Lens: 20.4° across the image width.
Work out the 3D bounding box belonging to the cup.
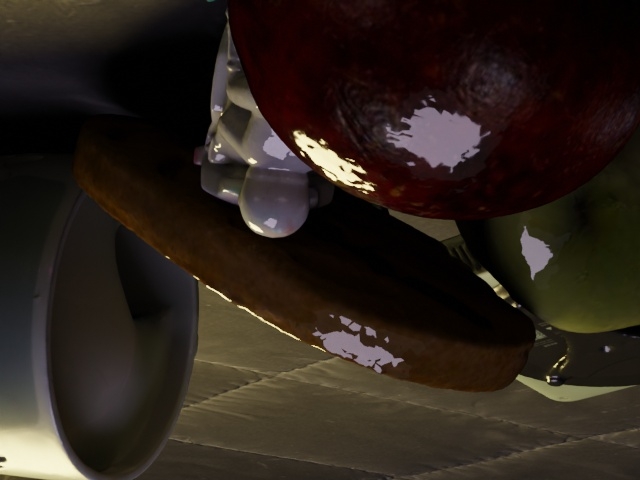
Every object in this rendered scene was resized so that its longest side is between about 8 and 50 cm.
[{"bbox_3d":[-0.257,0.064,1.489,0.274,0.259,0.356,3,172,21],"label":"cup"}]

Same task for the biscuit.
[{"bbox_3d":[0.001,-0.001,1.249,0.314,0.063,0.367,9,-162,-47],"label":"biscuit"}]

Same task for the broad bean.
[{"bbox_3d":[0.214,-0.019,1.225,0.263,0.189,0.121,3,-153,-21],"label":"broad bean"}]

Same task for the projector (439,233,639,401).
[{"bbox_3d":[0.235,0.054,1.464,0.257,0.079,0.259,-20,144,35],"label":"projector"}]

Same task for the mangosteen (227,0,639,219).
[{"bbox_3d":[0.074,-0.136,0.841,0.215,0.215,0.257,12,125,-24],"label":"mangosteen"}]

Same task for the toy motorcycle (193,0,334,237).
[{"bbox_3d":[-0.020,-0.084,1.071,0.110,0.171,0.260,5,166,-8],"label":"toy motorcycle"}]

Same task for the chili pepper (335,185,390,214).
[{"bbox_3d":[-0.051,-0.012,1.491,0.226,0.059,0.088,-2,125,29],"label":"chili pepper"}]
